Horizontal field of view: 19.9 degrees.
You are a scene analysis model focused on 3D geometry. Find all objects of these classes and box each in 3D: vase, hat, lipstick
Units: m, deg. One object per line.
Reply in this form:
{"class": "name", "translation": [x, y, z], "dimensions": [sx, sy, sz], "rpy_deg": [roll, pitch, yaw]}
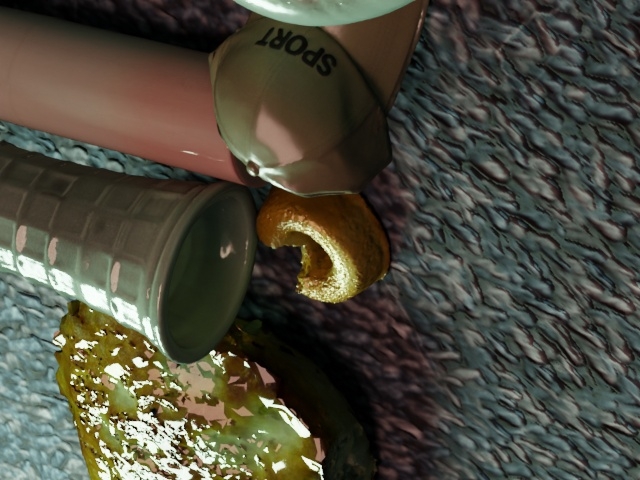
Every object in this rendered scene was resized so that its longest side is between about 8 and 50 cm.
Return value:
{"class": "vase", "translation": [-0.209, -0.016, 1.388], "dimensions": [0.299, 0.143, 0.143], "rpy_deg": [18, 134, 23]}
{"class": "hat", "translation": [-0.010, -0.127, 1.186], "dimensions": [0.147, 0.085, 0.175], "rpy_deg": [27, 115, 14]}
{"class": "lipstick", "translation": [-0.173, -0.116, 1.362], "dimensions": [0.327, 0.087, 0.087], "rpy_deg": [16, 133, 30]}

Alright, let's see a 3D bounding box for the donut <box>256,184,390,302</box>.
{"class": "donut", "translation": [0.000, 0.000, 1.356], "dimensions": [0.108, 0.043, 0.097], "rpy_deg": [49, 141, -13]}

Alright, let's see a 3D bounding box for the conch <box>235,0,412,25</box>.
{"class": "conch", "translation": [0.014, -0.222, 1.088], "dimensions": [0.221, 0.121, 0.185], "rpy_deg": [8, 114, 27]}

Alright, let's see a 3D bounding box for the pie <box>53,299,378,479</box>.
{"class": "pie", "translation": [-0.098, 0.168, 1.534], "dimensions": [0.288, 0.103, 0.355], "rpy_deg": [21, 133, 26]}
